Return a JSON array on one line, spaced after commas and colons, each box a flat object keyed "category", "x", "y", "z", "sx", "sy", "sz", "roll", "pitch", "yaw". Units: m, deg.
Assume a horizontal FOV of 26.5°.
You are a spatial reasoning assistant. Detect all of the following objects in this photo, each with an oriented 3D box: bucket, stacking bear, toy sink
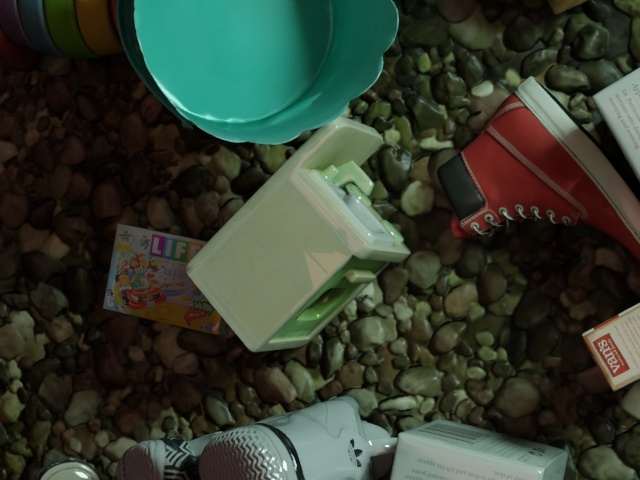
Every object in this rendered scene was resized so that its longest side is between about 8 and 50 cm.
[{"category": "bucket", "x": -0.075, "y": -0.237, "z": 1.407, "sx": 0.281, "sy": 0.183, "sz": 0.281, "roll": -2, "pitch": 96, "yaw": -16}, {"category": "stacking bear", "x": -0.243, "y": -0.282, "z": 1.563, "sx": 0.289, "sy": 0.164, "sz": 0.176, "roll": 4, "pitch": 90, "yaw": 16}, {"category": "toy sink", "x": 0.000, "y": 0.000, "z": 1.459, "sx": 0.234, "sy": 0.153, "sz": 0.131, "roll": -45, "pitch": 74, "yaw": 13}]

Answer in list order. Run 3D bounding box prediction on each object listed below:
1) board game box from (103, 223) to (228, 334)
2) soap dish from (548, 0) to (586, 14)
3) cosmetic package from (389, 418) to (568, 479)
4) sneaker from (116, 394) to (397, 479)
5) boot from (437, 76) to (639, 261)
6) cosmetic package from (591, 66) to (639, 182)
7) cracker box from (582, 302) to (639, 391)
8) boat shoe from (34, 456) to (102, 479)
[{"category": "board game box", "x": -0.174, "y": 0.044, "z": 1.589, "sx": 0.154, "sy": 0.026, "sz": 0.104, "roll": 11, "pitch": 92, "yaw": 21}, {"category": "soap dish", "x": 0.283, "y": -0.411, "z": 1.380, "sx": 0.228, "sy": 0.118, "sz": 0.291, "roll": -24, "pitch": 80, "yaw": 18}, {"category": "cosmetic package", "x": 0.152, "y": 0.294, "z": 1.392, "sx": 0.151, "sy": 0.151, "sz": 0.184, "roll": 11, "pitch": 93, "yaw": 20}, {"category": "sneaker", "x": -0.069, "y": 0.262, "z": 1.491, "sx": 0.366, "sy": 0.210, "sz": 0.137, "roll": -23, "pitch": 78, "yaw": 54}, {"category": "boot", "x": 0.236, "y": -0.026, "z": 1.407, "sx": 0.176, "sy": 0.088, "sz": 0.244, "roll": -46, "pitch": 66, "yaw": 14}, {"category": "cosmetic package", "x": 0.469, "y": -0.142, "z": 1.282, "sx": 0.365, "sy": 0.155, "sz": 0.197, "roll": -29, "pitch": 79, "yaw": 17}, {"category": "cracker box", "x": 0.378, "y": 0.060, "z": 1.309, "sx": 0.232, "sy": 0.155, "sz": 0.067, "roll": -32, "pitch": 78, "yaw": 17}, {"category": "boat shoe", "x": -0.267, "y": 0.417, "z": 1.591, "sx": 0.112, "sy": 0.095, "sz": 0.335, "roll": -11, "pitch": 88, "yaw": -16}]
